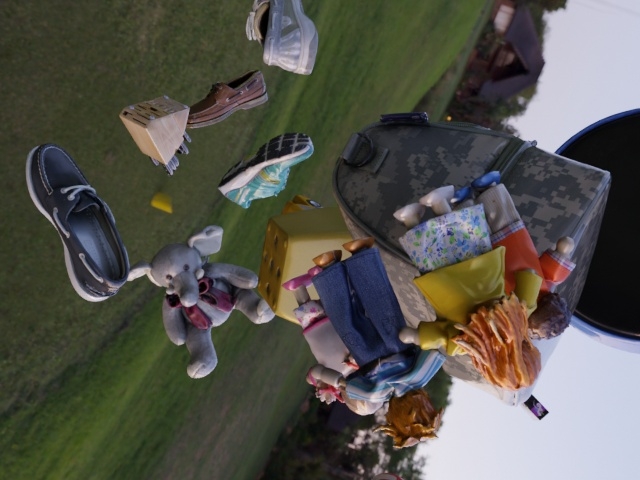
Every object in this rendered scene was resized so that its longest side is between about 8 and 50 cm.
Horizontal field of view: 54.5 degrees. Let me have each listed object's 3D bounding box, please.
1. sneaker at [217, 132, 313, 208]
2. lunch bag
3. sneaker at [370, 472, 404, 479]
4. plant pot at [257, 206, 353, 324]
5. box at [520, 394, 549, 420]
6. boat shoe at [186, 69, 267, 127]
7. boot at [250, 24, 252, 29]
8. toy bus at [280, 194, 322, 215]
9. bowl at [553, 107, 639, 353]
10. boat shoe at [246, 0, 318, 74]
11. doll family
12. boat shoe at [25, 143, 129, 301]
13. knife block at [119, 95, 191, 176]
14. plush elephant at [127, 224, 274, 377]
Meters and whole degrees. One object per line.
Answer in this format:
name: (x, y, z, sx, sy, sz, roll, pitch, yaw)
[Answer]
sneaker: (-0.118, -0.165, 1.477, 0.275, 0.110, 0.107, -26, -149, 32)
lunch bag: (0.156, 0.014, 0.706, 0.213, 0.256, 0.305, -56, 151, -17)
sneaker: (0.081, 0.546, 1.234, 0.128, 0.087, 0.221, -31, 170, -47)
plant pot: (-0.002, 0.049, 1.134, 0.212, 0.187, 0.212, -140, -121, -65)
box: (0.393, 0.298, 1.276, 0.029, 0.162, 0.116, -41, 160, -1)
boat shoe: (-0.313, -0.455, 1.967, 0.307, 0.110, 0.104, -31, 134, -27)
boot: (-0.132, -0.619, 1.774, 0.086, 0.069, 0.190, -60, 164, 20)
toy bus: (0.000, 0.000, 1.631, 0.130, 0.332, 0.108, 7, 118, -47)
bowl: (0.505, -0.022, 0.950, 0.077, 0.391, 0.391, 20, 92, -57)
boat shoe: (-0.092, -0.418, 1.213, 0.320, 0.103, 0.118, -113, -150, -47)
doll family: (0.072, 0.066, 0.484, 0.263, 0.163, 0.118, -30, 169, 23)
boat shoe: (-0.419, -0.045, 1.097, 0.091, 0.303, 0.114, -27, 179, 41)
knife block: (-0.460, -0.270, 1.740, 0.276, 0.088, 0.242, -47, 160, -60)
plush elephant: (-0.306, 0.110, 1.501, 0.272, 0.330, 0.255, -35, 147, 2)
